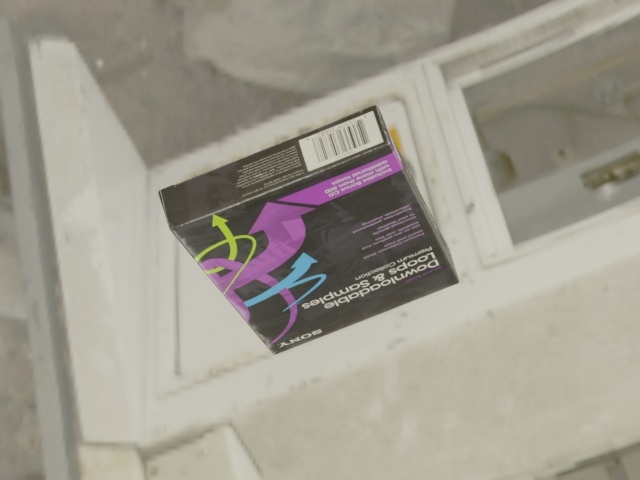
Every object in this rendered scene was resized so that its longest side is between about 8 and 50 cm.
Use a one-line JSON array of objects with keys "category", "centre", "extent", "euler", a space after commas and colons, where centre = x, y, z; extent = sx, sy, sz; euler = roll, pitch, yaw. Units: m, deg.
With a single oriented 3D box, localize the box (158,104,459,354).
[{"category": "box", "centre": [0.000, 0.000, 0.825], "extent": [0.116, 0.029, 0.162], "euler": [-22, 151, 8]}]
